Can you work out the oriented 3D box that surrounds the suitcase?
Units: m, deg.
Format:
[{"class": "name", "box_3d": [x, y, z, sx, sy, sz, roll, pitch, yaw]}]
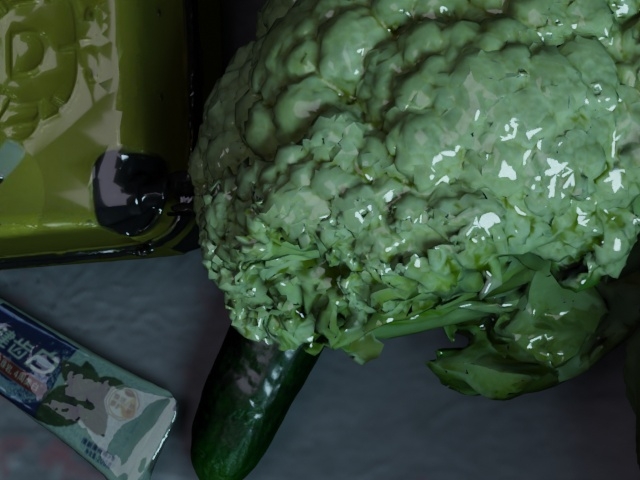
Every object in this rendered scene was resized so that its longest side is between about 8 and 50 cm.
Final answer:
[{"class": "suitcase", "box_3d": [-0.146, -0.080, 0.927, 0.235, 0.143, 0.193, -5, 81, 20]}]

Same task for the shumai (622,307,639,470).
[{"class": "shumai", "box_3d": [0.266, 0.103, 0.668, 0.395, 0.395, 0.348, -54, 45, 7]}]

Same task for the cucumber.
[{"class": "cucumber", "box_3d": [0.000, 0.000, 0.906, 0.056, 0.056, 0.284, 24, 93, 23]}]

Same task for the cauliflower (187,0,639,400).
[{"class": "cauliflower", "box_3d": [0.085, -0.031, 0.782, 0.275, 0.272, 0.250, -6, 121, 18]}]

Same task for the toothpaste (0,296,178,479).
[{"class": "toothpaste", "box_3d": [-0.178, 0.057, 0.977, 0.233, 0.038, 0.060, 31, 96, 20]}]
